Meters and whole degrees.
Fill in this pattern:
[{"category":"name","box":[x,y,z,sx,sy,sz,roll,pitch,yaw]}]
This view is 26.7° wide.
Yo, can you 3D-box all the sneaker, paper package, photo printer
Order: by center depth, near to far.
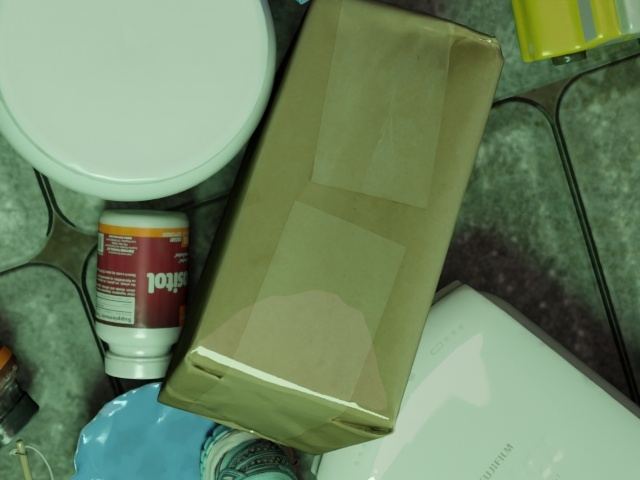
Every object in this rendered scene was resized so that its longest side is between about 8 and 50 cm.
[{"category":"paper package","box":[0.000,0.000,1.146,0.168,0.309,0.325,19,75,-6]},{"category":"sneaker","box":[-0.050,0.314,1.277,0.110,0.122,0.283,-18,113,-11]},{"category":"photo printer","box":[0.163,0.207,1.291,0.307,0.107,0.256,39,88,-12]}]

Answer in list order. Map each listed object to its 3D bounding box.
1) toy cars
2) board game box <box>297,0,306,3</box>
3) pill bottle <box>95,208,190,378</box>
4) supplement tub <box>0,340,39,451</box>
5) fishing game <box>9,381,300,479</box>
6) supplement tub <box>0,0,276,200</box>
[{"category":"toy cars","box":[0.377,-0.184,1.342,0.394,0.087,0.176,28,90,-12]},{"category":"board game box","box":[0.011,-0.367,1.128,0.308,0.302,0.086,-33,141,-17]},{"category":"pill bottle","box":[-0.167,0.049,1.262,0.086,0.086,0.152,1,96,-11]},{"category":"supplement tub","box":[-0.348,0.107,1.223,0.106,0.106,0.198,-44,102,-4]},{"category":"fishing game","box":[-0.152,0.213,1.290,0.264,0.041,0.189,-21,118,-17]},{"category":"supplement tub","box":[-0.164,-0.154,1.120,0.235,0.325,0.235,-1,95,-11]}]
